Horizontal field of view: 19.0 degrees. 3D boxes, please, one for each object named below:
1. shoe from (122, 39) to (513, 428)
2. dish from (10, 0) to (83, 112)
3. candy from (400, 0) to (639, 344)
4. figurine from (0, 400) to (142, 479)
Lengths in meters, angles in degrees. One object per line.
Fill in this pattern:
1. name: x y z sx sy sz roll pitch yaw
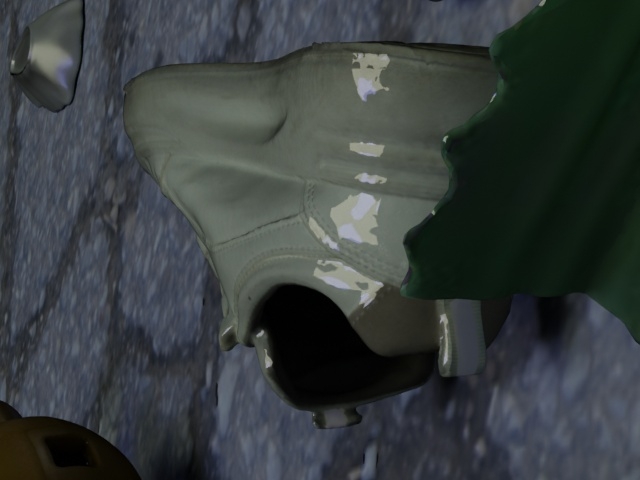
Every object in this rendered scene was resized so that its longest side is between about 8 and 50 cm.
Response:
1. shoe: 0.000 0.000 0.821 0.316 0.124 0.159 175 96 -68
2. dish: -0.233 -0.150 1.574 0.137 0.039 0.091 161 115 -65
3. candy: 0.190 0.009 0.274 0.398 0.172 0.263 49 133 47
4. figurine: -0.186 0.229 1.137 0.342 0.167 0.285 34 126 26
